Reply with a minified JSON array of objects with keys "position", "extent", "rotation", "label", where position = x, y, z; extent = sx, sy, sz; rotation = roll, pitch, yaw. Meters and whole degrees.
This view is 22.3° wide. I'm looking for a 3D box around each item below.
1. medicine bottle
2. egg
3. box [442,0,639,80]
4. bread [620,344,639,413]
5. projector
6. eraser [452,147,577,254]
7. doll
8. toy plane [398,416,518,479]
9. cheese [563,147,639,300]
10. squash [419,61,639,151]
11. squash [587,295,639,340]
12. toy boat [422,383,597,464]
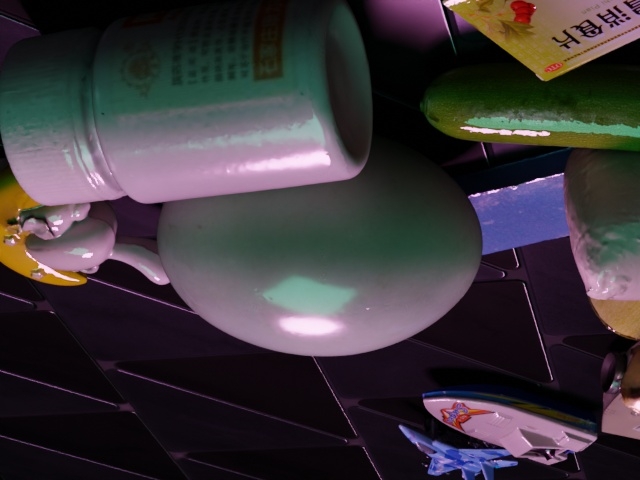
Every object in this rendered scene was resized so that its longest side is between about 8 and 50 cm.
[{"position":[-0.144,-0.150,1.768],"extent":[0.371,0.211,0.211],"rotation":[-5,148,17],"label":"medicine bottle"},{"position":[0.000,0.000,1.932],"extent":[0.389,0.276,0.276],"rotation":[0,149,-4],"label":"egg"},{"position":[0.277,-0.272,1.650],"extent":[0.260,0.062,0.175],"rotation":[-24,139,38],"label":"box"},{"position":[0.528,0.127,2.115],"extent":[0.236,0.263,0.198],"rotation":[12,121,19],"label":"bread"},{"position":[0.514,0.209,2.395],"extent":[0.193,0.088,0.269],"rotation":[12,148,-10],"label":"projector"},{"position":[0.244,-0.043,2.055],"extent":[0.312,0.043,0.144],"rotation":[-14,144,28],"label":"eraser"},{"position":[-0.339,-0.021,2.111],"extent":[0.252,0.111,0.237],"rotation":[-7,132,20],"label":"doll"},{"position":[0.210,0.340,2.673],"extent":[0.169,0.078,0.246],"rotation":[-23,133,38],"label":"toy plane"},{"position":[0.377,-0.021,1.863],"extent":[0.189,0.198,0.154],"rotation":[-6,144,5],"label":"cheese"},{"position":[0.301,-0.150,1.817],"extent":[0.378,0.101,0.101],"rotation":[5,149,7],"label":"squash"},{"position":[0.439,0.022,2.039],"extent":[0.132,0.132,0.247],"rotation":[10,152,-9],"label":"squash"},{"position":[0.285,0.283,2.550],"extent":[0.295,0.088,0.129],"rotation":[19,146,-23],"label":"toy boat"}]
